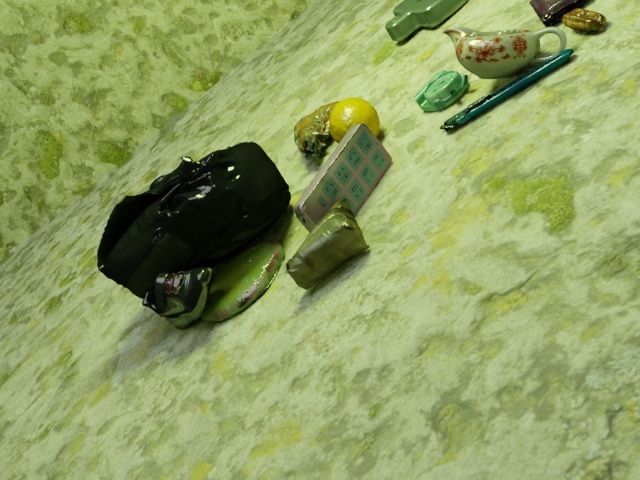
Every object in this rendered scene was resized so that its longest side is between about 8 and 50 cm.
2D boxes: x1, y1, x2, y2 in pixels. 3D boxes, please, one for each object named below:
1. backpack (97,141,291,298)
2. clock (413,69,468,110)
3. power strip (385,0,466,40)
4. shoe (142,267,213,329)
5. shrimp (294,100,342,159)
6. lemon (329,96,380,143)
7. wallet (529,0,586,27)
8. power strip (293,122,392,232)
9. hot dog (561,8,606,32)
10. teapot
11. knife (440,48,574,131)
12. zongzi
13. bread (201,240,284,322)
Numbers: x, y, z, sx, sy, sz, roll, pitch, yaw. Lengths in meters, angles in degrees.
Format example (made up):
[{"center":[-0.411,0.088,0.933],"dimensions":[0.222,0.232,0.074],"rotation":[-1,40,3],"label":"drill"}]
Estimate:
[{"center":[-0.293,-0.044,2.005],"dimensions":[0.446,0.255,0.363],"rotation":[-38,1,14],"label":"backpack"},{"center":[0.266,-0.320,1.914],"dimensions":[0.101,0.041,0.135],"rotation":[-47,22,-13],"label":"clock"},{"center":[0.265,-0.612,2.440],"dimensions":[0.194,0.059,0.265],"rotation":[-38,21,-4],"label":"power strip"},{"center":[-0.295,0.111,1.860],"dimensions":[0.227,0.112,0.099],"rotation":[133,154,-57],"label":"shoe"},{"center":[0.007,-0.277,2.236],"dimensions":[0.164,0.062,0.317],"rotation":[-32,21,15],"label":"shrimp"},{"center":[0.076,-0.258,2.017],"dimensions":[0.114,0.114,0.155],"rotation":[-35,26,14],"label":"lemon"},{"center":[0.500,-0.503,1.889],"dimensions":[0.111,0.030,0.166],"rotation":[-35,22,18],"label":"wallet"},{"center":[0.046,-0.113,1.793],"dimensions":[0.037,0.109,0.279],"rotation":[-10,37,50],"label":"power strip"},{"center":[0.502,-0.415,1.720],"dimensions":[0.049,0.037,0.122],"rotation":[-30,27,-2],"label":"hot dog"},{"center":[0.357,-0.372,1.763],"dimensions":[0.245,0.116,0.159],"rotation":[-1,4,26],"label":"teapot"},{"center":[0.351,-0.286,1.733],"dimensions":[0.296,0.026,0.044],"rotation":[-31,12,25],"label":"knife"},{"center":[0.000,0.000,1.687],"dimensions":[0.160,0.078,0.176],"rotation":[-34,27,6],"label":"zongzi"},{"center":[-0.168,0.080,1.882],"dimensions":[0.228,0.033,0.228],"rotation":[-34,22,16],"label":"bread"}]
